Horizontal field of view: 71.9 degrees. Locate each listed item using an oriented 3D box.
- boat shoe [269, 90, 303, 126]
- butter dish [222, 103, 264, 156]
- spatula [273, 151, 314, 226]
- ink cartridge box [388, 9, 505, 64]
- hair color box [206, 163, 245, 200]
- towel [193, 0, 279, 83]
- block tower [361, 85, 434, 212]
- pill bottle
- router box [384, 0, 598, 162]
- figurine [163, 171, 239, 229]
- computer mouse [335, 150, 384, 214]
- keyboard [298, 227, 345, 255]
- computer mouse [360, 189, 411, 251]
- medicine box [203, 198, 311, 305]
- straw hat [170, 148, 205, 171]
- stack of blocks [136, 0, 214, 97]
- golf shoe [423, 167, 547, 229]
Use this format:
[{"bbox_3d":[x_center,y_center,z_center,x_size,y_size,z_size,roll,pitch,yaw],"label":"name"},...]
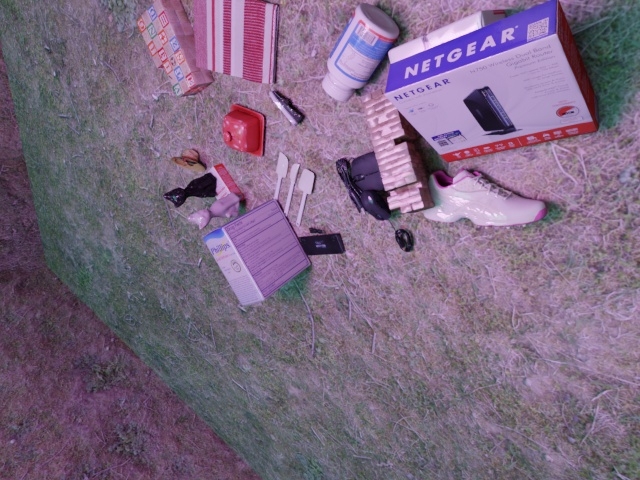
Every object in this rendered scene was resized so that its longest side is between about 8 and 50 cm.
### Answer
[{"bbox_3d":[-0.108,-0.426,1.402,0.040,0.049,0.142,-40,83,12],"label":"boat shoe"},{"bbox_3d":[-0.285,-0.370,1.524,0.160,0.118,0.160,28,128,26],"label":"butter dish"},{"bbox_3d":[-0.104,-0.169,1.554,0.168,0.019,0.242,33,130,21],"label":"spatula"},{"bbox_3d":[0.286,-0.425,0.986,0.218,0.158,0.092,-4,110,42],"label":"ink cartridge box"},{"bbox_3d":[-0.380,-0.207,1.741,0.093,0.053,0.167,-33,90,43],"label":"hair color box"},{"bbox_3d":[-0.273,-0.648,1.409,0.329,0.037,0.237,22,125,23],"label":"towel"},{"bbox_3d":[0.198,-0.236,1.141,0.091,0.097,0.335,-16,85,31],"label":"block tower"},{"bbox_3d":[0.093,-0.477,1.144,0.124,0.124,0.221,48,135,8],"label":"pill bottle"},{"bbox_3d":[0.355,-0.299,0.922,0.335,0.301,0.082,-6,65,42],"label":"router box"},{"bbox_3d":[-0.436,-0.139,1.638,0.215,0.209,0.092,40,132,15],"label":"figurine"},{"bbox_3d":[0.158,-0.191,1.286,0.272,0.072,0.188,-22,97,45],"label":"computer mouse"},{"bbox_3d":[0.000,0.000,1.561,0.180,0.023,0.108,-5,116,41],"label":"keyboard"},{"bbox_3d":[0.196,-0.051,1.311,0.071,0.041,0.242,-21,116,48],"label":"computer mouse"},{"bbox_3d":[-0.222,0.040,1.589,0.149,0.263,0.289,-21,100,47],"label":"medicine box"},{"bbox_3d":[-0.528,-0.335,1.783,0.144,0.144,0.061,4,73,39],"label":"straw hat"},{"bbox_3d":[-0.516,-0.671,1.570,0.171,0.087,0.297,-12,105,43],"label":"stack of blocks"},{"bbox_3d":[0.399,-0.108,1.105,0.306,0.115,0.140,7,114,36],"label":"golf shoe"}]
